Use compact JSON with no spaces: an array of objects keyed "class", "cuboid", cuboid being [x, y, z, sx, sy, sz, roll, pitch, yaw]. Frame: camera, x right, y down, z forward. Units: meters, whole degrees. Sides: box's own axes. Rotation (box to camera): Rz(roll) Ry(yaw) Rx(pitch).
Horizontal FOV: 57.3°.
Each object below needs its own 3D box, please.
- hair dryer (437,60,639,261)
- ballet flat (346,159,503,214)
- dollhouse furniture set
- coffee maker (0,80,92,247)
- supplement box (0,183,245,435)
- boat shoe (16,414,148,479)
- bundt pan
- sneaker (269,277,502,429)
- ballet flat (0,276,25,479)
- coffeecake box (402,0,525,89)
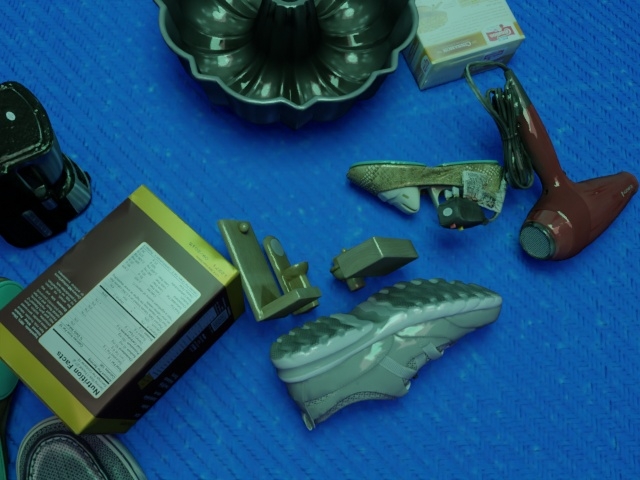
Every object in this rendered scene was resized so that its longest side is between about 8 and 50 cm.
[{"class":"hair dryer","cuboid":[0.289,-0.086,0.724,0.294,0.080,0.223,16,86,-25]},{"class":"ballet flat","cuboid":[0.137,-0.066,0.747,0.207,0.073,0.067,-2,81,-4]},{"class":"dollhouse furniture set","cuboid":[0.000,0.000,0.674,0.151,0.144,0.123,-31,75,24]},{"class":"coffee maker","cuboid":[-0.359,-0.072,0.644,0.172,0.178,0.120,-6,71,-10]},{"class":"supplement box","cuboid":[-0.193,0.082,0.604,0.129,0.191,0.194,42,73,8]},{"class":"boat shoe","cuboid":[-0.206,0.319,0.546,0.127,0.158,0.340,-29,78,-13]},{"class":"bundt pan","cuboid":[-0.043,-0.289,0.770,0.331,0.124,0.330,1,73,-4]},{"class":"sneaker","cuboid":[0.084,0.125,0.684,0.282,0.105,0.115,-17,105,-12]},{"class":"ballet flat","cuboid":[-0.375,0.177,0.610,0.096,0.095,0.280,-6,73,23]},{"class":"coffeecake box","cuboid":[0.176,-0.324,0.829,0.143,0.068,0.185,-18,75,-11]}]
